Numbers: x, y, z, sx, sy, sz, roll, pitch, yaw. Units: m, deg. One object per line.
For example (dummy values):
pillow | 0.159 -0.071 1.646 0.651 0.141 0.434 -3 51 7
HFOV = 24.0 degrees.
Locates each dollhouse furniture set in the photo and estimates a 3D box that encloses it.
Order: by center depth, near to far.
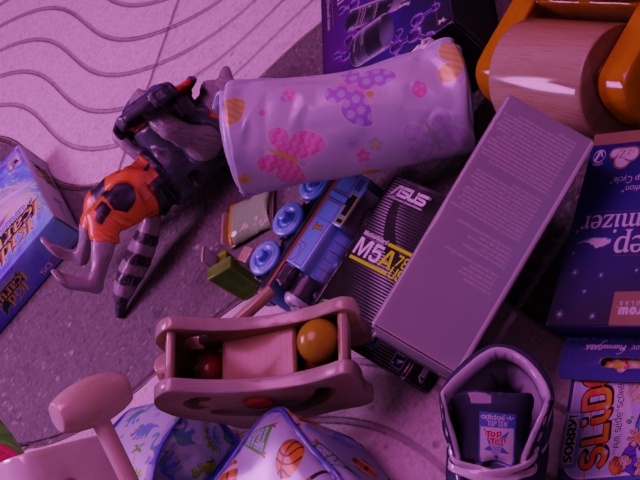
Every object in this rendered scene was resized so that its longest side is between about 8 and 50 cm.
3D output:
dollhouse furniture set | -0.100 -0.005 1.763 0.076 0.058 0.152 -29 42 30

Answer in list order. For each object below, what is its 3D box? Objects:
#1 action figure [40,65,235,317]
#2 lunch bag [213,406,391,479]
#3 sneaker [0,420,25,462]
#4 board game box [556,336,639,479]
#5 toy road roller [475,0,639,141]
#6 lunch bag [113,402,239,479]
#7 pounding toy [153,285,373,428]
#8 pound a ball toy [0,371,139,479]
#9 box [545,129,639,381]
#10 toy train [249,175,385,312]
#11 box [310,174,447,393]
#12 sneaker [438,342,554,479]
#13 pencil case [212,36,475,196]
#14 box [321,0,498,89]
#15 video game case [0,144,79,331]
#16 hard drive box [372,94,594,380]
action figure | -0.210 -0.081 1.923 0.330 0.178 0.341 -47 6 -1
lunch bag | -0.024 0.309 1.368 0.243 0.115 0.303 -56 34 7
sneaker | -0.342 0.362 1.668 0.185 0.202 0.483 -20 41 -25
board game box | 0.273 0.113 1.253 0.136 0.035 0.201 -15 51 42
toy road roller | 0.253 -0.276 1.425 0.202 0.240 0.330 14 72 53
lunch bag | -0.179 0.240 1.588 0.128 0.096 0.151 -20 17 39
pounding toy | -0.076 0.092 1.473 0.269 0.154 0.155 -16 62 29
pound a ball toy | -0.230 0.304 1.414 0.208 0.135 0.319 -33 71 59
box | 0.269 0.009 1.272 0.136 0.036 0.225 -3 64 47
toy train | 0.000 0.000 1.630 0.105 0.080 0.184 29 84 49
box | 0.091 0.039 1.519 0.184 0.045 0.190 -58 36 -2
sneaker | 0.139 0.218 1.199 0.099 0.153 0.282 1 56 9
pencil case | 0.028 -0.128 1.567 0.273 0.124 0.113 -12 23 3
box | 0.098 -0.262 1.717 0.184 0.103 0.261 -29 42 27
video game case | -0.476 0.022 2.175 0.269 0.061 0.244 -49 36 7
hard drive box | 0.142 0.005 1.347 0.232 0.089 0.181 -59 -7 -4
